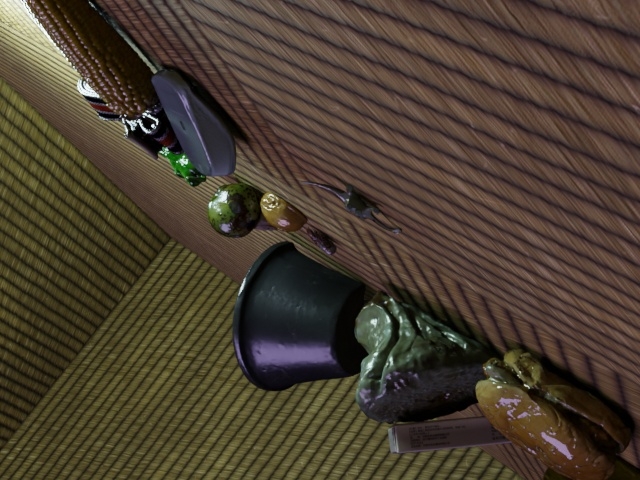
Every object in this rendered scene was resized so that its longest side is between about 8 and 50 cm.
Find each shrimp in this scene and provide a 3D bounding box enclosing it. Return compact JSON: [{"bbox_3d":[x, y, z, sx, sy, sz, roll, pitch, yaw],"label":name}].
[{"bbox_3d":[-0.003,-0.003,1.954,0.092,0.029,0.038,35,171,38],"label":"shrimp"}]

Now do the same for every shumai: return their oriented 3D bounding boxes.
[{"bbox_3d":[0.203,0.216,1.910,0.309,0.304,0.263,40,-154,-55],"label":"shumai"}]

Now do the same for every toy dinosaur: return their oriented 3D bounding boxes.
[{"bbox_3d":[0.054,-0.059,1.482,0.180,0.037,0.058,37,165,-1],"label":"toy dinosaur"}]

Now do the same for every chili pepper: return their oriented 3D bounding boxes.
[{"bbox_3d":[-0.339,-0.200,2.100,0.257,0.074,0.100,34,170,23],"label":"chili pepper"}]

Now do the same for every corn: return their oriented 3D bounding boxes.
[{"bbox_3d":[-0.398,-0.339,1.598,0.106,0.106,0.305,24,158,54],"label":"corn"}]

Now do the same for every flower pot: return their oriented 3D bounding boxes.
[{"bbox_3d":[-0.006,0.207,2.211,0.251,0.379,0.379,9,155,34],"label":"flower pot"}]

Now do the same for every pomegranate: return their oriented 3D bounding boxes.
[{"bbox_3d":[-0.170,-0.071,2.043,0.138,0.163,0.126,-28,75,63],"label":"pomegranate"}]

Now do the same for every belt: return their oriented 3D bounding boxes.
[{"bbox_3d":[-0.368,-0.265,1.816,0.359,0.126,0.094,34,175,46],"label":"belt"}]

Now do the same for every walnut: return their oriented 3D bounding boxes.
[{"bbox_3d":[-0.086,-0.053,1.952,0.121,0.052,0.091,27,163,37],"label":"walnut"}]

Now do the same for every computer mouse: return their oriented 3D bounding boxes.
[{"bbox_3d":[-0.217,-0.212,1.643,0.128,0.079,0.231,27,149,46],"label":"computer mouse"}]

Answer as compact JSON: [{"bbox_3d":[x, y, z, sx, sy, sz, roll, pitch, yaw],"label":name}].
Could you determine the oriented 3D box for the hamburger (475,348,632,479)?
[{"bbox_3d":[0.411,0.321,1.666,0.283,0.145,0.259,37,174,34],"label":"hamburger"}]

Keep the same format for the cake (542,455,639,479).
[{"bbox_3d":[0.598,0.551,1.928,0.260,0.179,0.156,31,169,37],"label":"cake"}]

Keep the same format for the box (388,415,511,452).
[{"bbox_3d":[0.325,0.407,1.949,0.353,0.069,0.214,-7,166,0],"label":"box"}]
